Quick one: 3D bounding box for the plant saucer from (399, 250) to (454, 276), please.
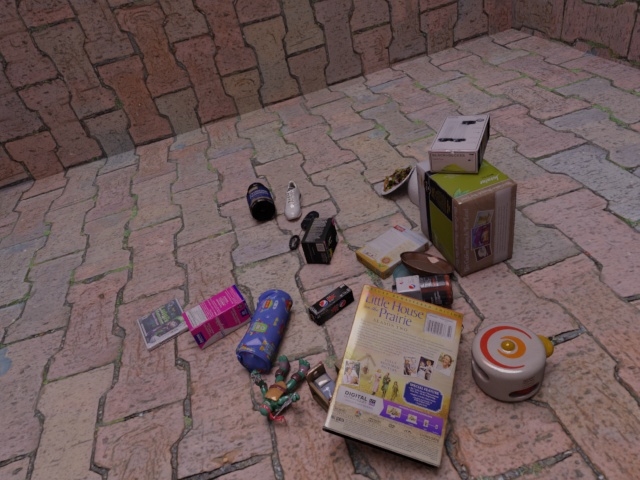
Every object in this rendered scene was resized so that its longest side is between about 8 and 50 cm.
[{"bbox_3d":[0.381,0.092,1.672,0.198,0.036,0.199,9,18,-3],"label":"plant saucer"}]

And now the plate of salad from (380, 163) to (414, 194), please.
[{"bbox_3d":[0.349,-0.292,2.141,0.199,0.048,0.200,-42,15,14],"label":"plate of salad"}]

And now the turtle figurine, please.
[{"bbox_3d":[-0.130,0.447,1.392,0.175,0.118,0.234,19,32,17],"label":"turtle figurine"}]

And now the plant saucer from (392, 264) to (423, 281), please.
[{"bbox_3d":[0.327,0.132,1.704,0.119,0.021,0.119,-9,38,7],"label":"plant saucer"}]

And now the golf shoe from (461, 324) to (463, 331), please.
[{"bbox_3d":[0.368,0.326,1.414,0.198,0.077,0.094,-30,50,-7],"label":"golf shoe"}]

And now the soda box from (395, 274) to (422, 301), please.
[{"bbox_3d":[0.286,0.214,1.454,0.073,0.216,0.069,-8,35,10],"label":"soda box"}]

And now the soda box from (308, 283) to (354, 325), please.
[{"bbox_3d":[0.039,0.228,1.651,0.168,0.060,0.053,-32,42,-22],"label":"soda box"}]

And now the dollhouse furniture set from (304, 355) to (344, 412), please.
[{"bbox_3d":[0.072,0.410,1.354,0.183,0.129,0.129,-33,41,-21],"label":"dollhouse furniture set"}]

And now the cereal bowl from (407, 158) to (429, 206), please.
[{"bbox_3d":[0.552,-0.281,2.052,0.338,0.141,0.339,-10,38,8],"label":"cereal bowl"}]

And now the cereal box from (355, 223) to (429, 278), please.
[{"bbox_3d":[0.282,0.038,1.818,0.240,0.048,0.173,-30,40,-19],"label":"cereal box"}]

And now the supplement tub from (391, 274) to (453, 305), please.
[{"bbox_3d":[0.345,0.176,1.574,0.197,0.106,0.106,-7,38,10],"label":"supplement tub"}]

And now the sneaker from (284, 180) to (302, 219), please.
[{"bbox_3d":[-0.139,-0.190,2.215,0.089,0.095,0.235,-10,39,5],"label":"sneaker"}]

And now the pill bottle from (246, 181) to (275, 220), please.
[{"bbox_3d":[-0.295,-0.195,2.250,0.122,0.123,0.219,-20,36,-5],"label":"pill bottle"}]

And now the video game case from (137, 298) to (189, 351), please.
[{"bbox_3d":[-0.609,0.322,1.791,0.173,0.022,0.190,-29,39,-17],"label":"video game case"}]

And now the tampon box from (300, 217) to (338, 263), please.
[{"bbox_3d":[0.000,0.000,1.903,0.101,0.121,0.161,0,40,20],"label":"tampon box"}]

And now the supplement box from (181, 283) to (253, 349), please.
[{"bbox_3d":[-0.375,0.279,1.691,0.219,0.111,0.114,-29,40,-16],"label":"supplement box"}]

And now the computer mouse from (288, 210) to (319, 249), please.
[{"bbox_3d":[-0.071,-0.043,2.058,0.071,0.041,0.242,5,48,37],"label":"computer mouse"}]

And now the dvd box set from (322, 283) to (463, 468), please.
[{"bbox_3d":[0.208,0.352,1.264,0.307,0.062,0.421,16,61,5],"label":"dvd box set"}]

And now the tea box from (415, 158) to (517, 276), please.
[{"bbox_3d":[0.523,-0.110,1.689,0.219,0.329,0.324,-19,38,-5],"label":"tea box"}]

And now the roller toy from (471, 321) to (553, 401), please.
[{"bbox_3d":[0.522,0.331,1.282,0.209,0.146,0.191,11,45,30],"label":"roller toy"}]

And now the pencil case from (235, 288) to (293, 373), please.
[{"bbox_3d":[-0.193,0.302,1.589,0.133,0.120,0.306,10,42,7],"label":"pencil case"}]

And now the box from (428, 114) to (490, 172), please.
[{"bbox_3d":[0.503,-0.352,1.660,0.169,0.087,0.290,5,39,25],"label":"box"}]
